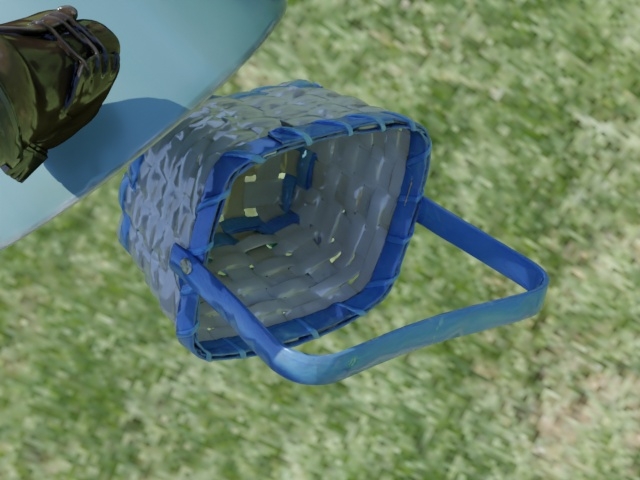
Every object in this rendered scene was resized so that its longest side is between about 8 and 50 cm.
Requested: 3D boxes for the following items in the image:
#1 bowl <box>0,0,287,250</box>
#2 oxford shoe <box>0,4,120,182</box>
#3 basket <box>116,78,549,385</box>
[{"bbox_3d":[-0.194,-0.133,1.161,0.311,0.163,0.311,-34,16,12],"label":"bowl"},{"bbox_3d":[-0.154,-0.091,0.904,0.096,0.083,0.227,-39,4,-2],"label":"oxford shoe"},{"bbox_3d":[0.000,0.000,1.333,0.289,0.255,0.201,35,125,42],"label":"basket"}]
